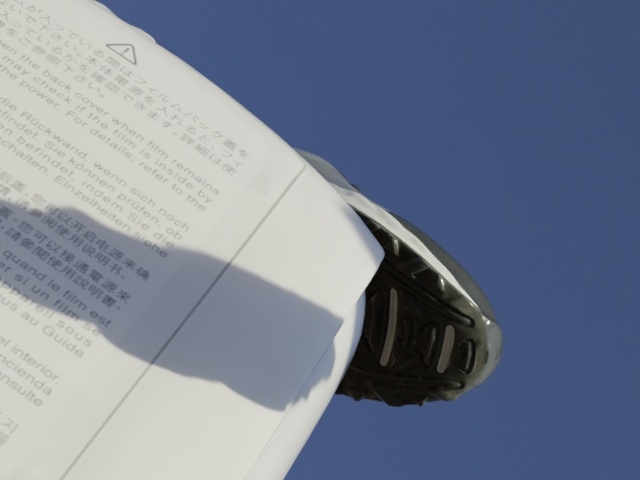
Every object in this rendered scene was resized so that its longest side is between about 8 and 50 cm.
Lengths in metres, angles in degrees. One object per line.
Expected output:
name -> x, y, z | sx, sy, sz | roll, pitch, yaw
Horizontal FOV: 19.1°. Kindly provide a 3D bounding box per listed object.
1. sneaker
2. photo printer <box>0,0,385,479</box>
sneaker -> 0.000, 0.000, 1.010 | 0.271, 0.108, 0.100 | 30, -61, 41
photo printer -> -0.122, 0.014, 0.610 | 0.256, 0.307, 0.107 | 34, -57, 0
